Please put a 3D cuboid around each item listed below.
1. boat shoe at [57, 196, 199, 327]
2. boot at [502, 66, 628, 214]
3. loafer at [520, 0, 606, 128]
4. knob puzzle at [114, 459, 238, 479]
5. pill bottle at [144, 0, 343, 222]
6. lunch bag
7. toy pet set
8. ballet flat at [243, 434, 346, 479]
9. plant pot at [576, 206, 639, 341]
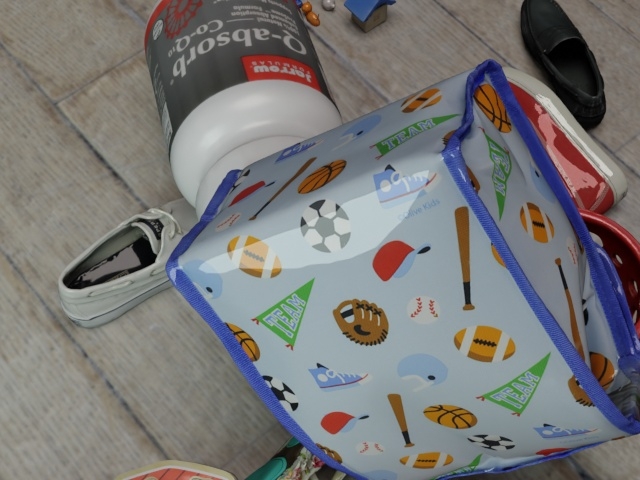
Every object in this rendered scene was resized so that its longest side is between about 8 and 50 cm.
[{"bbox_3d":[-0.203,0.002,1.431,0.267,0.088,0.096,-30,64,-16],"label":"boat shoe"},{"bbox_3d":[0.246,-0.101,1.494,0.176,0.088,0.244,-33,69,-16],"label":"boot"},{"bbox_3d":[0.331,-0.255,1.583,0.076,0.078,0.223,-13,61,-8],"label":"loafer"},{"bbox_3d":[-0.159,0.318,1.235,0.213,0.030,0.213,-4,78,19],"label":"knob puzzle"},{"bbox_3d":[-0.086,-0.150,1.409,0.210,0.210,0.363,-13,48,-7],"label":"pill bottle"},{"bbox_3d":[0.105,0.068,1.144,0.327,0.385,0.239,-21,23,32],"label":"lunch bag"},{"bbox_3d":[0.039,-0.348,1.644,0.122,0.065,0.114,-35,66,-18],"label":"toy pet set"},{"bbox_3d":[-0.022,0.258,1.293,0.241,0.091,0.077,-42,97,-16],"label":"ballet flat"},{"bbox_3d":[0.270,0.084,1.334,0.191,0.174,0.191,0,60,0],"label":"plant pot"}]
